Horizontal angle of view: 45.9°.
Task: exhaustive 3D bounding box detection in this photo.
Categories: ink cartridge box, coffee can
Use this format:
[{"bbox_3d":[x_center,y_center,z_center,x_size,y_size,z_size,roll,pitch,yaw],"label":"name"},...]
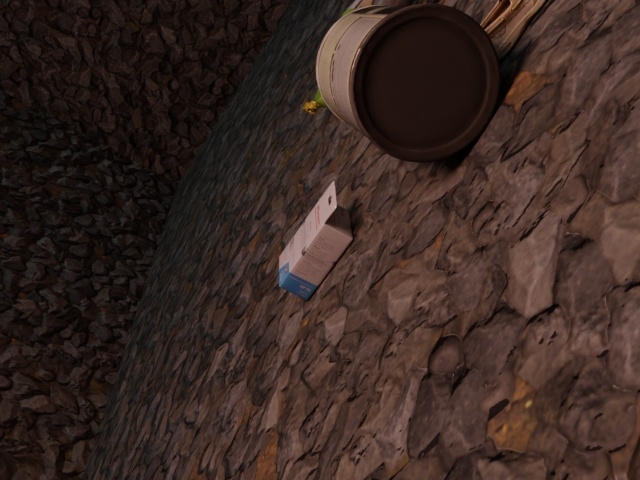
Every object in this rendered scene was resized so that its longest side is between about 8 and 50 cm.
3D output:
[{"bbox_3d":[0.000,0.000,1.284,0.180,0.060,0.104,-54,18,24],"label":"ink cartridge box"},{"bbox_3d":[0.112,-0.238,1.095,0.201,0.201,0.275,-58,18,10],"label":"coffee can"}]

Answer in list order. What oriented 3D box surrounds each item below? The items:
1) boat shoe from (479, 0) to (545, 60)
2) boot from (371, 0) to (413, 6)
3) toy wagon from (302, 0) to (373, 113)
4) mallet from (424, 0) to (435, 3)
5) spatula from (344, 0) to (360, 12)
[{"bbox_3d":[0.268,-0.332,1.040,0.170,0.059,0.063,-59,18,10],"label":"boat shoe"},{"bbox_3d":[0.143,-0.419,1.524,0.246,0.083,0.161,-63,23,15],"label":"boot"},{"bbox_3d":[0.070,-0.437,1.747,0.344,0.068,0.267,-62,17,0],"label":"toy wagon"},{"bbox_3d":[0.236,-0.473,1.398,0.190,0.039,0.062,-45,26,55],"label":"mallet"},{"bbox_3d":[0.092,-0.608,2.035,0.168,0.019,0.242,-61,17,-18],"label":"spatula"}]
